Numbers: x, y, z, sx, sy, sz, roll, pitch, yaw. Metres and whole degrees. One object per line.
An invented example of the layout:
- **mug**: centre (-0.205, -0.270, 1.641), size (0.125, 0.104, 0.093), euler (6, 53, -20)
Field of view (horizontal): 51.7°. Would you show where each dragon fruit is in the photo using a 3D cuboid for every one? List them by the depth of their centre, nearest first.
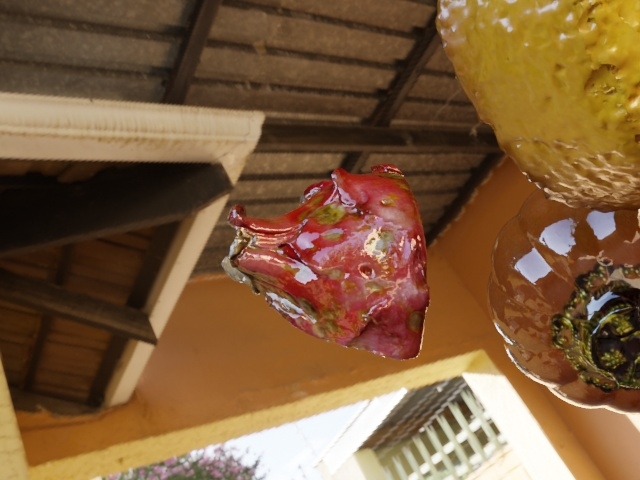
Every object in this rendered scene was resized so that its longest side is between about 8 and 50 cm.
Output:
- **dragon fruit**: centre (0.000, 0.000, 0.698), size (0.211, 0.262, 0.134), euler (-6, -59, -8)

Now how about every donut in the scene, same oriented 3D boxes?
- **donut**: centre (0.181, -0.139, 0.344), size (0.253, 0.254, 0.118), euler (-19, 7, -21)

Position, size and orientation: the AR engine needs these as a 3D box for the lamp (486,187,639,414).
- **lamp**: centre (0.255, 0.042, 0.565), size (0.223, 0.223, 0.196), euler (-48, 5, 26)
